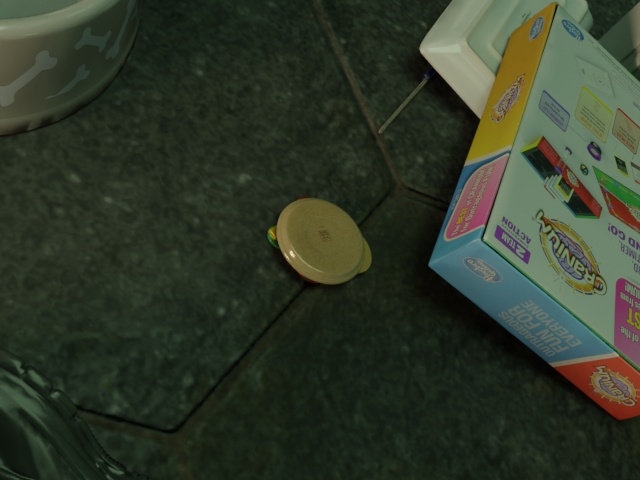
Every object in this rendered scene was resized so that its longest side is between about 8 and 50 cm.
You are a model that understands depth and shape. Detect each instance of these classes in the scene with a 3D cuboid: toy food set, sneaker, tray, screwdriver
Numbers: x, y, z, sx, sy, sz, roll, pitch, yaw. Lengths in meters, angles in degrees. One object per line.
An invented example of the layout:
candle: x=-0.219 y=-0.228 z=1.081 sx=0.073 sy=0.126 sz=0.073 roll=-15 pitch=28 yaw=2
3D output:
toy food set: x=0.000 y=0.000 z=0.904 sx=0.083 sy=0.020 sz=0.082 roll=-29 pitch=78 yaw=-38
sneaker: x=-0.179 y=0.163 z=0.657 sx=0.286 sy=0.109 sz=0.130 roll=37 pitch=59 yaw=-1
tray: x=0.206 y=-0.218 z=1.128 sx=0.145 sy=0.030 sz=0.270 roll=47 pitch=49 yaw=-12
screwdriver: x=0.092 y=-0.148 z=1.046 sx=0.025 sy=0.024 sz=0.170 roll=25 pitch=48 yaw=25

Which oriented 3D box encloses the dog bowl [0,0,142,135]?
dog bowl: x=-0.290 y=-0.252 z=0.843 sx=0.349 sy=0.102 sz=0.348 roll=15 pitch=55 yaw=-22

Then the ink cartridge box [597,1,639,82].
ink cartridge box: x=0.407 y=-0.170 z=1.149 sx=0.213 sy=0.154 sz=0.093 roll=18 pitch=55 yaw=-19

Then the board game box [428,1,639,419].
board game box: x=0.243 y=-0.034 z=1.004 sx=0.242 sy=0.064 sz=0.316 roll=39 pitch=50 yaw=-17
